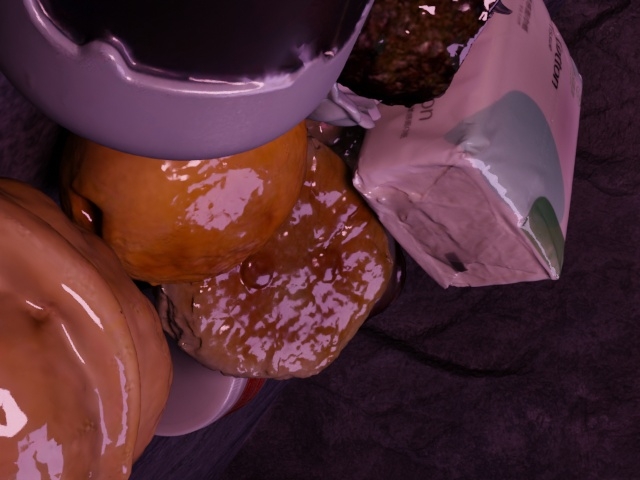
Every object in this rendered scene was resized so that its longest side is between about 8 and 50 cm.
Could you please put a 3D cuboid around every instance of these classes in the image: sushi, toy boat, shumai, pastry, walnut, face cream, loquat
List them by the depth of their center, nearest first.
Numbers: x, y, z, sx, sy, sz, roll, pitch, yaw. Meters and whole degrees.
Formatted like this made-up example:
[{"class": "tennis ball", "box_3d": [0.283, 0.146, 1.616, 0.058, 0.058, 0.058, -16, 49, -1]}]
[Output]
[{"class": "walnut", "box_3d": [-0.245, 0.094, 0.622, 0.285, 0.285, 0.296, -56, 175, 22]}, {"class": "sushi", "box_3d": [0.067, -0.285, 0.732, 0.348, 0.208, 0.234, -66, -160, 13]}, {"class": "loquat", "box_3d": [-0.118, -0.063, 0.816, 0.238, 0.193, 0.238, -52, 165, -21]}, {"class": "toy boat", "box_3d": [-0.005, -0.203, 0.958, 0.100, 0.199, 0.290, -16, -174, 18]}, {"class": "pastry", "box_3d": [-0.066, 0.020, 1.113, 0.329, 0.329, 0.136, -49, -150, -14]}, {"class": "shumai", "box_3d": [0.028, -0.153, 1.271, 0.176, 0.166, 0.205, -32, 135, -38]}, {"class": "face cream", "box_3d": [-0.181, 0.157, 1.275, 0.201, 0.201, 0.187, -53, 169, 8]}]

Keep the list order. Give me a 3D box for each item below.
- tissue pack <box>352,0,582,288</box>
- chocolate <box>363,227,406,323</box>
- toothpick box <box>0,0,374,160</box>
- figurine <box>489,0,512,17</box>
[{"class": "tissue pack", "box_3d": [0.200, -0.147, 1.167, 0.194, 0.266, 0.356, -9, -130, 35]}, {"class": "chocolate", "box_3d": [0.000, 0.000, 1.449, 0.283, 0.284, 0.186, -46, 150, -28]}, {"class": "toothpick box", "box_3d": [-0.069, -0.205, 0.485, 0.263, 0.263, 0.354, -44, 168, -37]}, {"class": "figurine", "box_3d": [0.134, -0.339, 1.005, 0.265, 0.175, 0.197, 112, -7, -63]}]
